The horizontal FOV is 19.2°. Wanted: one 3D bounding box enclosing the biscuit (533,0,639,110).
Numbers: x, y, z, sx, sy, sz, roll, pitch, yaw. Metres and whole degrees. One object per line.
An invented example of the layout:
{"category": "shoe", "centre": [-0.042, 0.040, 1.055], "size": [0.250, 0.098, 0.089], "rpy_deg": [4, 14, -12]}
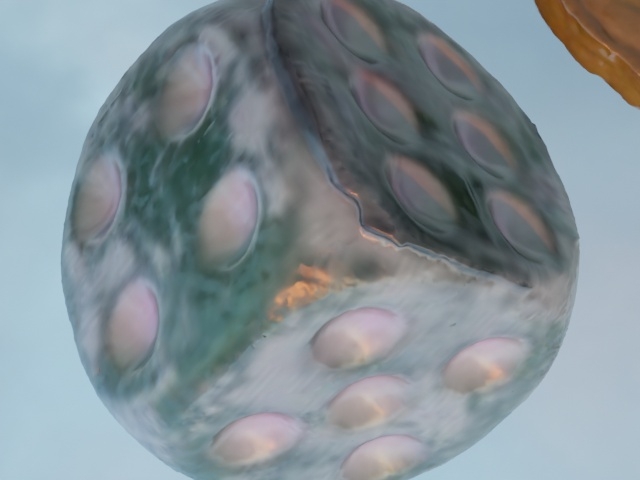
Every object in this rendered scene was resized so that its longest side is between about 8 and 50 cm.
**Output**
{"category": "biscuit", "centre": [0.302, -0.240, 1.561], "size": [0.312, 0.057, 0.351], "rpy_deg": [-18, -111, -26]}

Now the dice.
{"category": "dice", "centre": [0.000, 0.000, 1.618], "size": [0.330, 0.348, 0.328], "rpy_deg": [12, -136, -37]}
